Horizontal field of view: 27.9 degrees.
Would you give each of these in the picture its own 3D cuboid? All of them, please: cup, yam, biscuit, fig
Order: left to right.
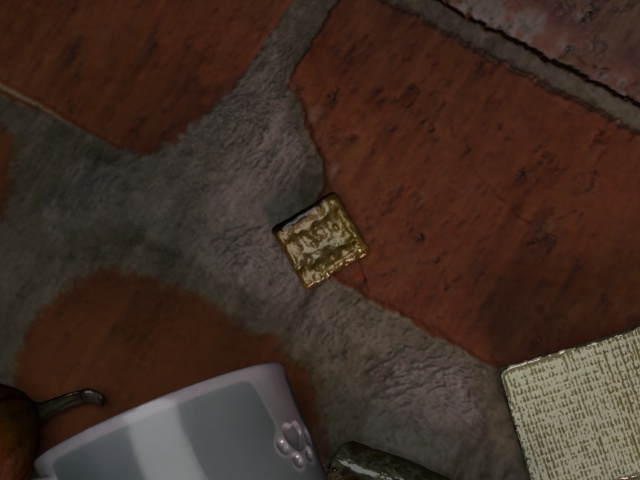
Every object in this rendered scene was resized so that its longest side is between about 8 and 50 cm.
[{"bbox_3d":[-0.357,0.202,1.332,0.148,0.149,0.202,-8,44,43],"label":"fig"},{"bbox_3d":[-0.142,0.301,1.190,0.357,0.259,0.274,-17,77,-34],"label":"cup"},{"bbox_3d":[0.000,0.000,1.390,0.083,0.018,0.081,-32,76,0],"label":"biscuit"},{"bbox_3d":[0.138,0.273,1.294,0.274,0.061,0.061,21,81,10],"label":"yam"},{"bbox_3d":[0.317,0.162,1.298,0.252,0.052,0.150,-19,80,4],"label":"biscuit"}]
